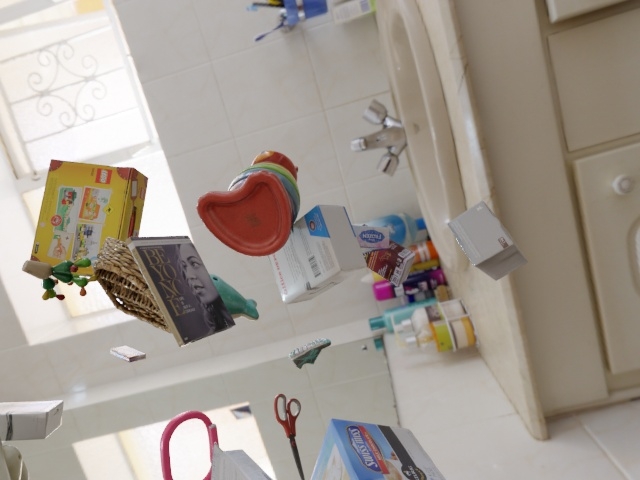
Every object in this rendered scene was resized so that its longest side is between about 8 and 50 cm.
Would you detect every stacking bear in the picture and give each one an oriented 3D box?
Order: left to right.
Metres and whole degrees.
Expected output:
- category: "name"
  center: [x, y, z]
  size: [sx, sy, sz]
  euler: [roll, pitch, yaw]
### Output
- category: "stacking bear"
  center: [-0.117, -0.104, 0.939]
  size: [0.289, 0.175, 0.164]
  euler: [-79, -34, -60]

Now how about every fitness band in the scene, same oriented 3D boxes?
- category: "fitness band"
  center: [-0.476, 0.778, 1.597]
  size: [0.054, 0.209, 0.291]
  euler: [-10, 86, 53]

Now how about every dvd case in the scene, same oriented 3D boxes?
- category: "dvd case"
  center: [-0.264, 0.086, 0.846]
  size: [0.221, 0.018, 0.164]
  euler: [59, -161, 10]

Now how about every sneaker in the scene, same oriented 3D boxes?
- category: "sneaker"
  center: [-0.031, 0.425, 1.636]
  size: [0.065, 0.166, 0.076]
  euler: [-106, -8, -85]

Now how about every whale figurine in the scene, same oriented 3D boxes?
- category: "whale figurine"
  center: [-0.337, 0.201, 1.517]
  size: [0.216, 0.272, 0.141]
  euler: [-116, 46, -60]

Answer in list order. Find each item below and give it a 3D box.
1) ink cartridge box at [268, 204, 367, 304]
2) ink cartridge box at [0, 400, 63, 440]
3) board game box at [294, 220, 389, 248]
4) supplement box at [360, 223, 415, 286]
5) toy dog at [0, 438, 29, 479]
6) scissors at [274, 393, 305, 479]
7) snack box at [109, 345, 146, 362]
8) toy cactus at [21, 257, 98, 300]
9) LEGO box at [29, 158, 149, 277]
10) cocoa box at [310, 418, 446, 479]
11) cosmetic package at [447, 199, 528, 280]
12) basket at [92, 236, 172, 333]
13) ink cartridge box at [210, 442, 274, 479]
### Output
- category: "ink cartridge box"
  center: [-0.016, 0.034, 0.952]
  size: [0.086, 0.203, 0.148]
  euler: [-4, -112, -43]
- category: "ink cartridge box"
  center: [-0.885, 0.529, 1.283]
  size: [0.139, 0.190, 0.082]
  euler: [152, 121, -76]
- category: "board game box"
  center: [0.000, 0.000, 1.341]
  size: [0.318, 0.318, 0.066]
  euler: [159, 114, -73]
- category: "supplement box"
  center: [0.229, 0.054, 1.663]
  size: [0.073, 0.239, 0.130]
  euler: [-30, -38, -43]
- category: "toy dog"
  center: [-0.799, 0.618, 1.002]
  size: [0.284, 0.408, 0.395]
  euler: [3, -81, -42]
- category: "scissors"
  center: [-0.106, 0.672, 1.478]
  size: [0.109, 0.021, 0.297]
  euler: [20, -133, -32]
- category: "snack box"
  center: [-0.733, 0.430, 1.653]
  size: [0.064, 0.178, 0.022]
  euler: [-2, -88, -47]
- category: "toy cactus"
  center: [-0.778, 0.112, 1.285]
  size: [0.180, 0.219, 0.112]
  euler: [30, -137, -44]
- category: "LEGO box"
  center: [-1.023, -0.086, 1.952]
  size: [0.193, 0.372, 0.500]
  euler: [88, -171, -82]
- category: "cocoa box"
  center: [0.100, 0.631, 0.992]
  size: [0.231, 0.228, 0.347]
  euler: [-138, 64, -72]
- category: "cosmetic package"
  center: [0.406, 0.008, 1.045]
  size: [0.238, 0.107, 0.127]
  euler: [20, -141, -52]
- category: "basket"
  center: [-0.567, 0.134, 1.342]
  size: [0.213, 0.299, 0.223]
  euler: [38, -110, -60]
- category: "ink cartridge box"
  center: [-0.146, 0.516, 0.798]
  size: [0.224, 0.045, 0.223]
  euler: [-2, 84, 57]
